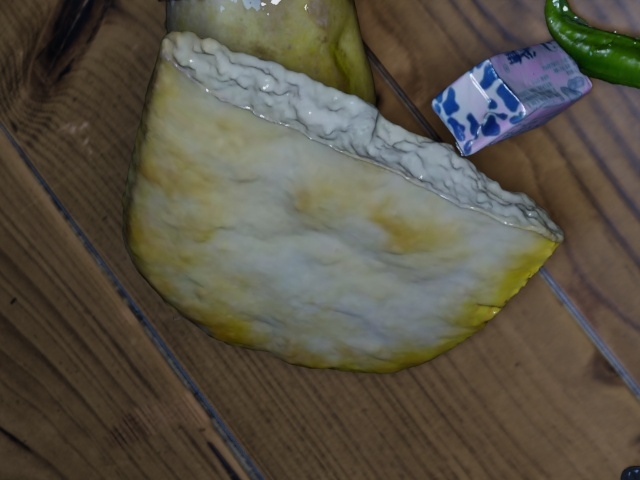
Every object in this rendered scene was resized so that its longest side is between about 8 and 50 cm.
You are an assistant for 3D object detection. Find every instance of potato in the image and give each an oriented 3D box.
[{"bbox_3d":[-0.044,-0.159,1.223,0.229,0.229,0.266,-1,112,30],"label":"potato"}]

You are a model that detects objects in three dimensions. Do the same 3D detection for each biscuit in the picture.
[{"bbox_3d":[0.000,-0.001,1.189,0.429,0.104,0.446,17,143,-7],"label":"biscuit"}]

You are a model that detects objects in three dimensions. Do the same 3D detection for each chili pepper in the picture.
[{"bbox_3d":[0.360,-0.159,1.045,0.359,0.076,0.085,28,146,26],"label":"chili pepper"}]

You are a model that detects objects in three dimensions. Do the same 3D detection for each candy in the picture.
[{"bbox_3d":[0.190,-0.144,1.109,0.092,0.160,0.073,-37,81,39],"label":"candy"}]

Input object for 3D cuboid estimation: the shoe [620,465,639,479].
[{"bbox_3d":[0.371,0.322,1.204,0.062,0.053,0.159,-21,96,37],"label":"shoe"}]
